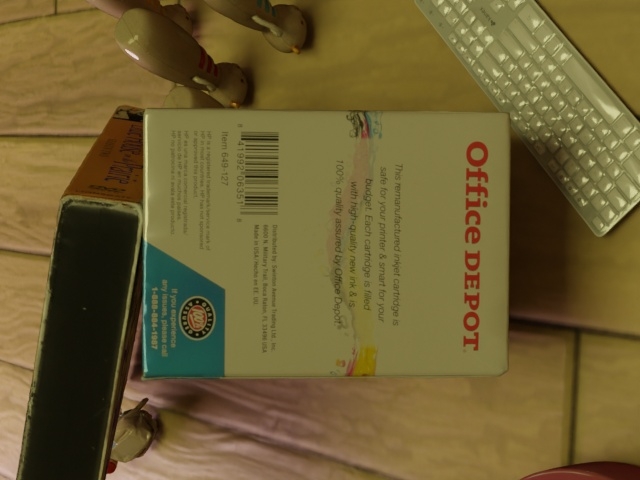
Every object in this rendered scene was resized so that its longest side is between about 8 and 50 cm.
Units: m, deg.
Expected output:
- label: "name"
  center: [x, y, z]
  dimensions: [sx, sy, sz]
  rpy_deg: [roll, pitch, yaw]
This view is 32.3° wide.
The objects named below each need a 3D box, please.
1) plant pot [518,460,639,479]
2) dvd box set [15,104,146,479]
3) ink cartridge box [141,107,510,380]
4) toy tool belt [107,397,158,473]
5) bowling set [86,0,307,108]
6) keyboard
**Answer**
- label: "plant pot"
  center: [0.139, 0.245, 0.677]
  dimensions: [0.201, 0.180, 0.201]
  rpy_deg: [0, 90, 47]
- label: "dvd box set"
  center: [-0.189, 0.062, 0.953]
  dimensions: [0.420, 0.062, 0.307]
  rpy_deg: [-107, 29, -74]
- label: "ink cartridge box"
  center: [0.000, 0.000, 0.761]
  dimensions: [0.168, 0.233, 0.171]
  rpy_deg: [-155, 66, -85]
- label: "toy tool belt"
  center: [-0.204, 0.203, 1.157]
  dimensions: [0.083, 0.052, 0.051]
  rpy_deg: [-47, 26, 33]
- label: "bowling set"
  center: [-0.076, -0.207, 0.975]
  dimensions: [0.200, 0.154, 0.287]
  rpy_deg: [-45, 55, 15]
- label: "keyboard"
  center: [0.152, -0.119, 0.791]
  dimensions: [0.072, 0.014, 0.256]
  rpy_deg: [-53, 54, 33]
